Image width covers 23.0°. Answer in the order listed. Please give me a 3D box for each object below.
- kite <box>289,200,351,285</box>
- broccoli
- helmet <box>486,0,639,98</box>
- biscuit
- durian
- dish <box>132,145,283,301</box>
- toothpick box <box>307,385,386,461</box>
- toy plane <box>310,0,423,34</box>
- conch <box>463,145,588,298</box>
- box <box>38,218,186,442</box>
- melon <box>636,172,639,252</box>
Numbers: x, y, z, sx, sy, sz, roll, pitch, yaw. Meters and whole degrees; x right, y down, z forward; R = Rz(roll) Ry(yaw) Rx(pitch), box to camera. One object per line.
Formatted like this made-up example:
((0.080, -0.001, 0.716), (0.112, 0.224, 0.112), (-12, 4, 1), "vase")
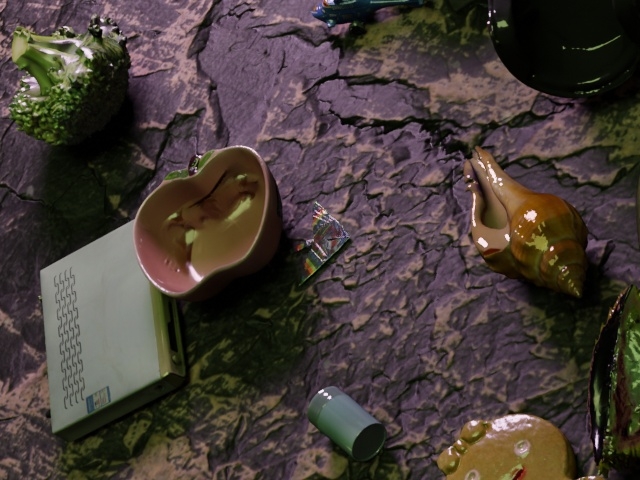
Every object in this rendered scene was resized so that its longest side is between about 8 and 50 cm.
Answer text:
((0.000, 0.000, 1.949), (0.090, 0.004, 0.122), (-14, 54, 28), "kite")
((-0.360, -0.238, 2.253), (0.198, 0.176, 0.226), (-35, 62, 22), "broccoli")
((0.289, -0.271, 1.788), (0.189, 0.193, 0.216), (-14, 97, 24), "helmet")
((0.207, 0.274, 1.595), (0.184, 0.035, 0.249), (-32, 47, 14), "biscuit")
((0.329, 0.151, 1.567), (0.108, 0.119, 0.187), (9, 75, -2), "durian")
((-0.128, -0.011, 1.991), (0.213, 0.090, 0.213), (-17, 55, 26), "dish")
((0.029, 0.205, 1.757), (0.052, 0.052, 0.083), (-51, 46, -4), "toothpick box")
((0.062, -0.312, 2.077), (0.167, 0.062, 0.054), (-3, 59, 23), "toy plane")
((0.229, -0.018, 1.750), (0.109, 0.093, 0.330), (-56, 23, 16), "conch")
((-0.276, 0.113, 2.044), (0.210, 0.045, 0.270), (-29, 48, 17), "box")
((0.418, -0.013, 1.493), (0.237, 0.237, 0.302), (-16, 55, 27), "melon")
